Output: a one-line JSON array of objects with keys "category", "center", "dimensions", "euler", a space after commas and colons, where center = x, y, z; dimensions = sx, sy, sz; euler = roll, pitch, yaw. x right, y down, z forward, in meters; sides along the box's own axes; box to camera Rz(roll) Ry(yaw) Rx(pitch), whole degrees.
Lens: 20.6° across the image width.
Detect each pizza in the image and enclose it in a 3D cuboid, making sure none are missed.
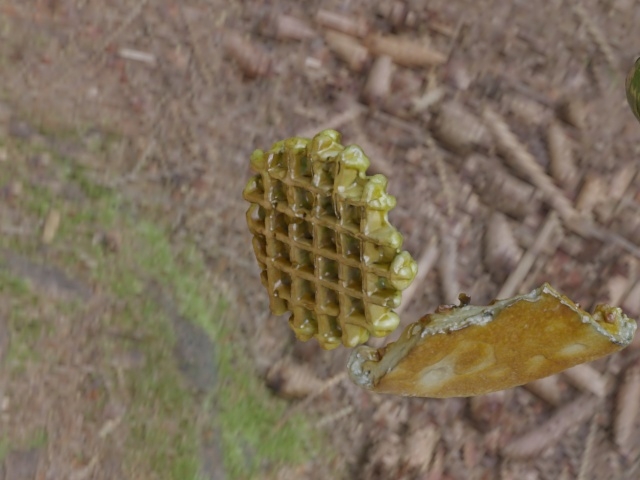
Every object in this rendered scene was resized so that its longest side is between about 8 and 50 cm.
[{"category": "pizza", "center": [0.158, 0.094, 1.631], "dimensions": [0.271, 0.134, 0.056], "euler": [-15, 49, 4]}]

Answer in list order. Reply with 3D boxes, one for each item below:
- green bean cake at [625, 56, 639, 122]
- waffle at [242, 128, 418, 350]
[{"category": "green bean cake", "center": [0.363, -0.119, 1.260], "dimensions": [0.247, 0.156, 0.250], "euler": [32, 46, 6]}, {"category": "waffle", "center": [0.004, 0.002, 1.422], "dimensions": [0.038, 0.191, 0.191], "euler": [-25, 65, -43]}]
